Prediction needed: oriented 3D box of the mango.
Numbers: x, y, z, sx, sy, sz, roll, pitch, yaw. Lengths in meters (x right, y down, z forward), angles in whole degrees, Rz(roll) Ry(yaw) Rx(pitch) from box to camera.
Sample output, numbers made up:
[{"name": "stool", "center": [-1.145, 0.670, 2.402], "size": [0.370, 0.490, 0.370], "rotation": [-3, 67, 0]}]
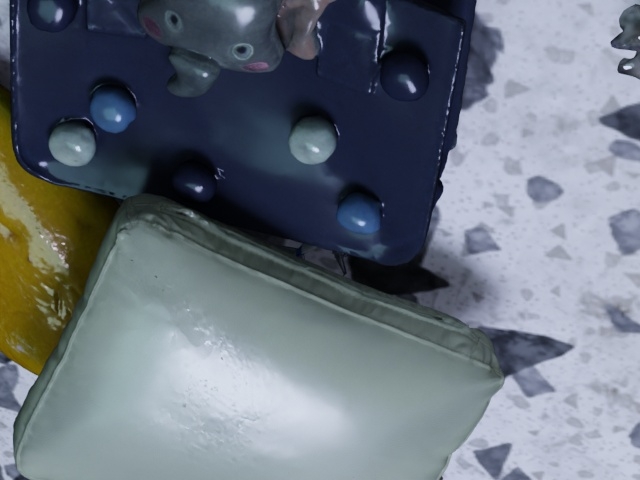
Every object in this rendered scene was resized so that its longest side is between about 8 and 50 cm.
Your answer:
[{"name": "mango", "center": [-0.238, -0.002, 1.249], "size": [0.176, 0.119, 0.316], "rotation": [-1, 128, 33]}]

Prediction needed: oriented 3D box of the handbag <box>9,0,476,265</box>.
[{"name": "handbag", "center": [-0.063, -0.125, 1.071], "size": [0.326, 0.118, 0.269], "rotation": [12, 134, 8]}]

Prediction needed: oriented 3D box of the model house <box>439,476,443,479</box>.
[{"name": "model house", "center": [-0.003, 0.196, 1.333], "size": [0.181, 0.176, 0.248], "rotation": [3, 116, 20]}]

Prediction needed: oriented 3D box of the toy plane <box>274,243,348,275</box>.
[{"name": "toy plane", "center": [0.000, -0.001, 1.221], "size": [0.078, 0.024, 0.084], "rotation": [42, 126, -18]}]

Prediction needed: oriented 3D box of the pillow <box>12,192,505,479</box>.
[{"name": "pillow", "center": [-0.048, 0.123, 1.168], "size": [0.322, 0.120, 0.255], "rotation": [23, 114, -16]}]

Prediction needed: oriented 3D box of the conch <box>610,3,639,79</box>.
[{"name": "conch", "center": [0.308, -0.067, 0.943], "size": [0.313, 0.186, 0.241], "rotation": [19, 166, -22]}]
